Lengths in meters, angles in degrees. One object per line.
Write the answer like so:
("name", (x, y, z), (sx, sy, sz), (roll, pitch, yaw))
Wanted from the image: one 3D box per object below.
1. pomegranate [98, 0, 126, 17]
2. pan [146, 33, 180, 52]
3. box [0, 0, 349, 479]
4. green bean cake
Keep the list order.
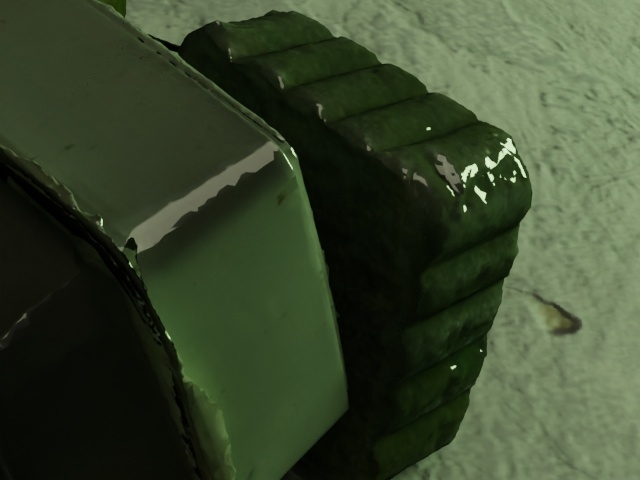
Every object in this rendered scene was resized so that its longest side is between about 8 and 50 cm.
("pomegranate", (-0.191, -0.156, 1.008), (0.202, 0.248, 0.202), (21, 57, -36))
("pan", (-0.037, -0.065, 0.976), (0.235, 0.136, 0.028), (0, 53, 50))
("box", (-0.134, 0.004, 0.790), (0.166, 0.220, 0.290), (-38, 52, -22))
("green bean cake", (0.000, 0.000, 0.869), (0.185, 0.183, 0.094), (33, 37, 31))
